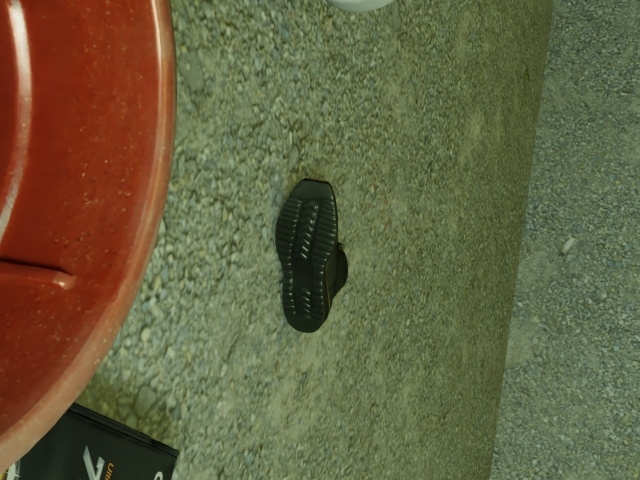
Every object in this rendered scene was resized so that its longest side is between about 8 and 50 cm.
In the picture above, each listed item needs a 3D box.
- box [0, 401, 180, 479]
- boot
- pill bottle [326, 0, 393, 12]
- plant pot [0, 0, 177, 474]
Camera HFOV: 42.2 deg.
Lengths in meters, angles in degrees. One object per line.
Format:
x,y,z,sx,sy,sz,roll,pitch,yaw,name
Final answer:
-0.232,0.253,0.572,0.293,0.073,0.295,51,49,-55,box
0.000,0.000,1.056,0.137,0.077,0.198,-47,148,-61,boot
-0.010,-0.361,0.822,0.334,0.188,0.188,23,72,-64,pill bottle
-0.235,-0.059,0.280,0.272,0.265,0.272,4,90,-65,plant pot
